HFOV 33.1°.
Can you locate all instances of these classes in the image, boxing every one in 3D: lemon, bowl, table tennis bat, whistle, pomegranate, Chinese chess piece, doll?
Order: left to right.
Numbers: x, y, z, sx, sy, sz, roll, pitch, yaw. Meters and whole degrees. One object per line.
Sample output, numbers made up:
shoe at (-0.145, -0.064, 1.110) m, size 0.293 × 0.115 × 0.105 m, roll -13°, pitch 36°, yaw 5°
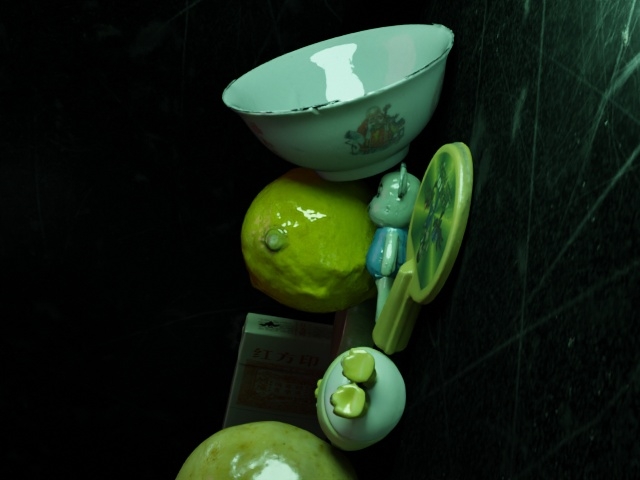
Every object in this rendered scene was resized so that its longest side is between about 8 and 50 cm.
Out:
pomegranate at (-0.077, 0.405, 1.504) m, size 0.307 × 0.307 × 0.307 m, roll -170°, pitch 90°, yaw -84°
lemon at (0.000, 0.000, 1.669) m, size 0.288 × 0.233 × 0.233 m, roll 11°, pitch -92°, yaw -63°
bowl at (0.042, -0.185, 1.565) m, size 0.345 × 0.345 × 0.157 m, roll -94°, pitch -11°, yaw -66°
doll at (0.042, 0.231, 1.508) m, size 0.296 × 0.117 × 0.141 m, roll 117°, pitch 165°, yaw -69°
Chinese chess piece at (0.058, 0.143, 1.790) m, size 0.144 × 0.058 × 0.144 m, roll -169°, pitch 90°, yaw -83°
whistle at (0.099, 0.004, 1.554) m, size 0.114 × 0.077 × 0.236 m, roll -64°, pitch -18°, yaw -81°
table tennis bat at (0.134, 0.022, 1.378) m, size 0.198 × 0.050 × 0.321 m, roll -91°, pitch 17°, yaw -52°

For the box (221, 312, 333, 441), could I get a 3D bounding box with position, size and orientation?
box at (-0.065, 0.277, 2.010) m, size 0.365 × 0.204 × 0.051 m, roll 105°, pitch 172°, yaw -45°
